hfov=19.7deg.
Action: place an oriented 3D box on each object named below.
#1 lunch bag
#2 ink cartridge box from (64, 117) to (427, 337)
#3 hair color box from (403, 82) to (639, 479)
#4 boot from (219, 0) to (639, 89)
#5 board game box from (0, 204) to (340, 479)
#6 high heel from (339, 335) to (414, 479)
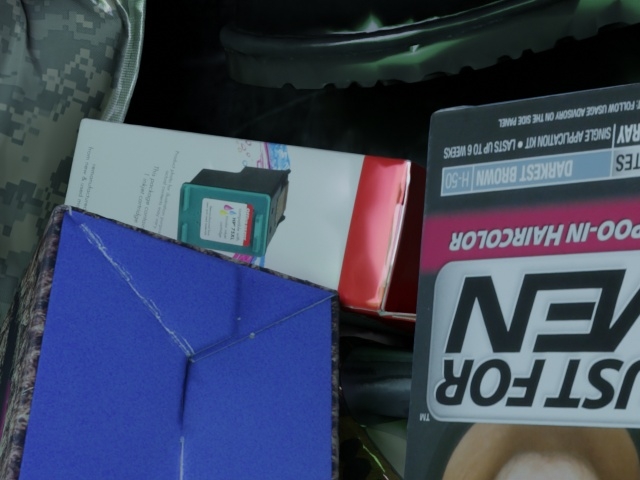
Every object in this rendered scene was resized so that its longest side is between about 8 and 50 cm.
[{"bbox_3d":[-0.231,-0.066,1.005,0.235,0.169,0.287,0,69,48],"label":"lunch bag"},{"bbox_3d":[0.000,0.000,0.936,0.231,0.134,0.078,9,85,24],"label":"ink cartridge box"},{"bbox_3d":[0.132,0.129,0.752,0.185,0.113,0.375,-5,78,50],"label":"hair color box"},{"bbox_3d":[0.092,-0.227,0.896,0.348,0.131,0.260,-13,99,12],"label":"boot"},{"bbox_3d":[-0.111,0.175,0.831,0.232,0.141,0.291,-89,23,-49],"label":"board game box"},{"bbox_3d":[0.050,0.179,0.934,0.186,0.093,0.261,0,94,46],"label":"high heel"}]
